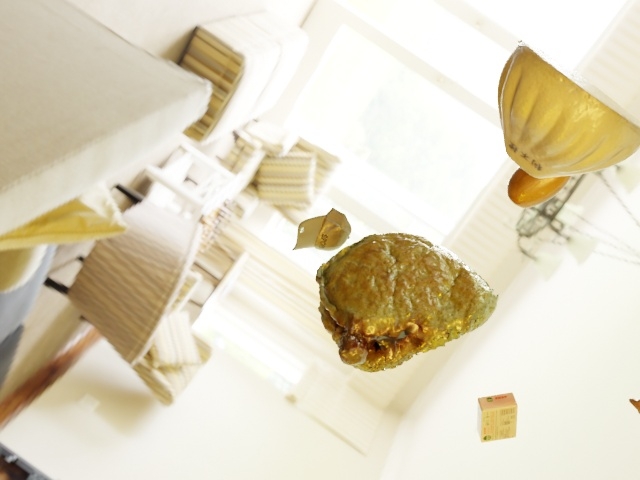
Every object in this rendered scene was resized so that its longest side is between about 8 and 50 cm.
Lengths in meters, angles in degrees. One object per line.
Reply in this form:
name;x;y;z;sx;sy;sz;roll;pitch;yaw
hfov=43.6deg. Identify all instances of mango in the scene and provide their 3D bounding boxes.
mango;0.508;-0.147;1.829;0.184;0.102;0.085;-41;-171;26

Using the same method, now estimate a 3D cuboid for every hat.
hat;0.000;0.000;2.289;0.175;0.085;0.147;-20;138;-38

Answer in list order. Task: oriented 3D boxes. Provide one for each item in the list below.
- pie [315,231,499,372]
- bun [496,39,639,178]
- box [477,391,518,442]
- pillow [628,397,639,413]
pie;0.204;0.138;1.997;0.418;0.395;0.180;-18;132;-6
bun;0.383;-0.189;1.314;0.175;0.263;0.263;-56;178;22
box;0.421;0.423;1.910;0.043;0.089;0.125;-99;-178;-51
pillow;0.912;0.453;1.961;0.223;0.236;0.084;-28;163;11
